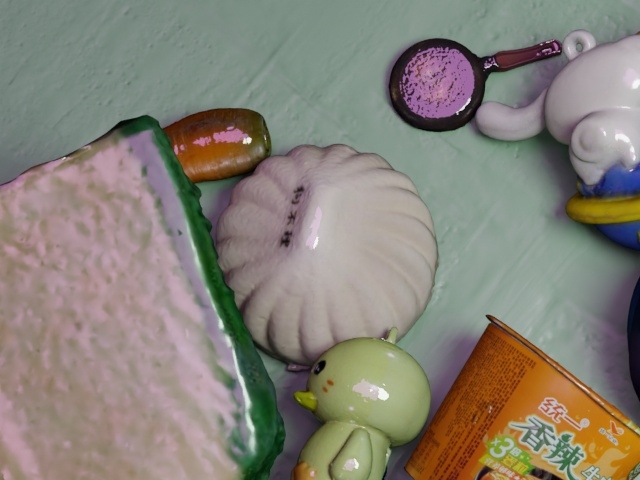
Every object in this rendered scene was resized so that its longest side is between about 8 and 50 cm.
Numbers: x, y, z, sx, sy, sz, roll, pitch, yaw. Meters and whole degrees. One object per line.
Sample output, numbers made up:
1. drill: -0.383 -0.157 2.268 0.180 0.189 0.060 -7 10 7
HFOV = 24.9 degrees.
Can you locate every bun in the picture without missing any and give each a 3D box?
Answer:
1. bun: 0.000 0.000 1.580 0.263 0.175 0.263 -2 71 5

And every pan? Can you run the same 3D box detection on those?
1. pan: 0.183 -0.197 1.693 0.212 0.040 0.115 -18 77 1

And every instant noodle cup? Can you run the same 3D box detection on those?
1. instant noodle cup: 0.207 0.214 1.474 0.230 0.230 0.182 38 89 16

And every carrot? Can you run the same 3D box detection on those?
1. carrot: -0.155 -0.102 1.677 0.193 0.087 0.087 -12 72 6

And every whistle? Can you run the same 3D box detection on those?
1. whistle: 0.014 0.216 1.491 0.141 0.141 0.294 29 69 14

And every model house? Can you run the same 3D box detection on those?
1. model house: -0.214 0.119 1.486 0.334 0.342 0.382 -26 83 2

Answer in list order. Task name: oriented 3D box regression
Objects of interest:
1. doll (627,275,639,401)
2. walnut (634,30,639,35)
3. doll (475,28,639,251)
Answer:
1. doll: 0.461 0.087 1.477 0.310 0.284 0.240 -18 26 -14
2. walnut: 0.395 -0.186 1.635 0.124 0.105 0.105 39 80 15
3. doll: 0.302 -0.098 1.574 0.311 0.242 0.159 -4 29 38
